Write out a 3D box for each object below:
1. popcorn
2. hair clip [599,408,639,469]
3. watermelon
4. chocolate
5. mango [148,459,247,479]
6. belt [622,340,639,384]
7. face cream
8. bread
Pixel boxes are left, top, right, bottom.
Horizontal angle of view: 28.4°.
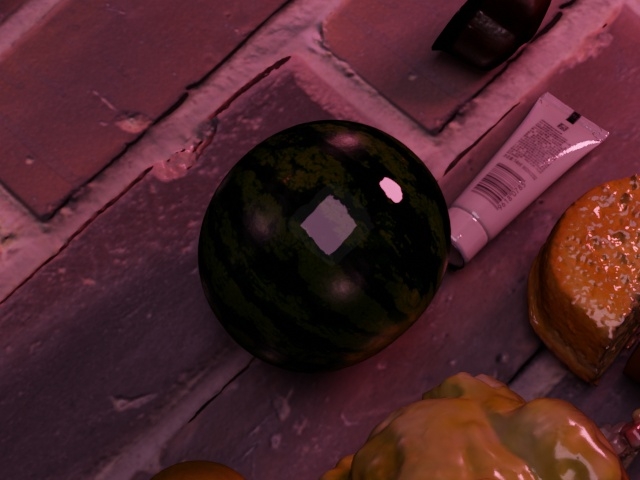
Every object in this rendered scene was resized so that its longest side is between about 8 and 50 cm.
[{"bbox_3d":[0.142,0.287,1.161,0.312,0.312,0.312,-1,68,2],"label":"popcorn"},{"bbox_3d":[0.316,0.189,1.248,0.056,0.214,0.062,46,35,7],"label":"hair clip"},{"bbox_3d":[0.003,0.004,1.291,0.269,0.269,0.269,-1,68,2],"label":"watermelon"},{"bbox_3d":[0.210,-0.253,1.467,0.080,0.125,0.149,43,112,8],"label":"chocolate"},{"bbox_3d":[-0.146,0.305,1.257,0.195,0.098,0.137,-36,74,-3],"label":"mango"},{"bbox_3d":[0.409,0.049,1.277,0.105,0.184,0.261,36,107,17],"label":"belt"},{"bbox_3d":[0.214,-0.068,1.414,0.092,0.058,0.243,38,69,21],"label":"face cream"},{"bbox_3d":[0.304,0.020,1.325,0.139,0.143,0.229,36,72,14],"label":"bread"}]
